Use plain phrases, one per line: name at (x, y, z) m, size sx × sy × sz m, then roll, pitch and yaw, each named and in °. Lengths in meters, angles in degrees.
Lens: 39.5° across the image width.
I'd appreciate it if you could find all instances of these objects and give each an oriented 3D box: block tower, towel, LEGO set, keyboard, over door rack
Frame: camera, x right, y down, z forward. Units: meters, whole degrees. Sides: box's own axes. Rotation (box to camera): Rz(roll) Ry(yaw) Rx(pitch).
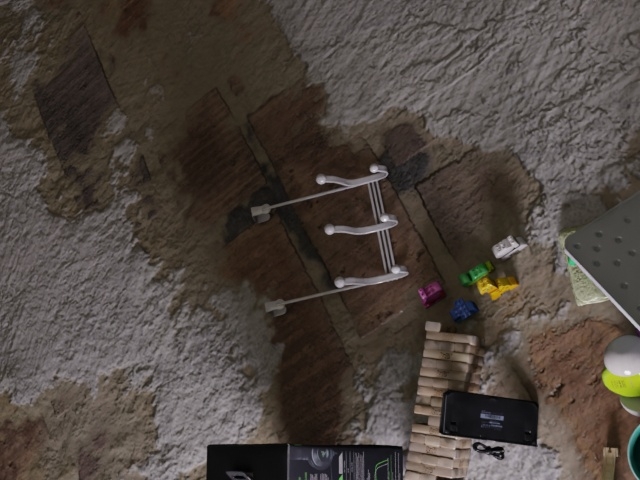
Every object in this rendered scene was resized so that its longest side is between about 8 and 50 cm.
block tower at (0.225, 0.319, 1.608) m, size 0.097 × 0.091 × 0.335 m, roll 3°, pitch 80°, yaw 28°
towel at (0.487, 0.035, 1.572) m, size 0.110 × 0.027 × 0.148 m, roll -19°, pitch 70°, yaw 22°
LEGO set at (0.283, 0.079, 1.632) m, size 0.227 × 0.093 × 0.087 m, roll -35°, pitch 64°, yaw 17°
keyboard at (0.294, 0.324, 1.548) m, size 0.180 × 0.023 × 0.108 m, roll 9°, pitch 75°, yaw -11°
over door rack at (0.000, 0.000, 1.797) m, size 0.324 × 0.108 × 0.239 m, roll -18°, pitch 69°, yaw 24°

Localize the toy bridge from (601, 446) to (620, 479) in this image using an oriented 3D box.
toy bridge at (0.474, 0.435, 1.461) m, size 0.026 × 0.063 × 0.188 m, roll -1°, pitch 77°, yaw 28°

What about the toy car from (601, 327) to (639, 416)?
toy car at (0.549, 0.191, 1.448) m, size 0.182 × 0.159 × 0.136 m, roll -17°, pitch 36°, yaw 25°

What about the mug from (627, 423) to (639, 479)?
mug at (0.575, 0.343, 1.409) m, size 0.158 × 0.097 × 0.129 m, roll 8°, pitch 81°, yaw 29°

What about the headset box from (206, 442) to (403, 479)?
headset box at (-0.038, 0.426, 1.572) m, size 0.246 × 0.283 × 0.131 m, roll -15°, pitch 70°, yaw 49°

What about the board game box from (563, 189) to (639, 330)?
board game box at (0.646, 0.053, 1.372) m, size 0.390 × 0.050 × 0.390 m, roll -31°, pitch 62°, yaw -12°
